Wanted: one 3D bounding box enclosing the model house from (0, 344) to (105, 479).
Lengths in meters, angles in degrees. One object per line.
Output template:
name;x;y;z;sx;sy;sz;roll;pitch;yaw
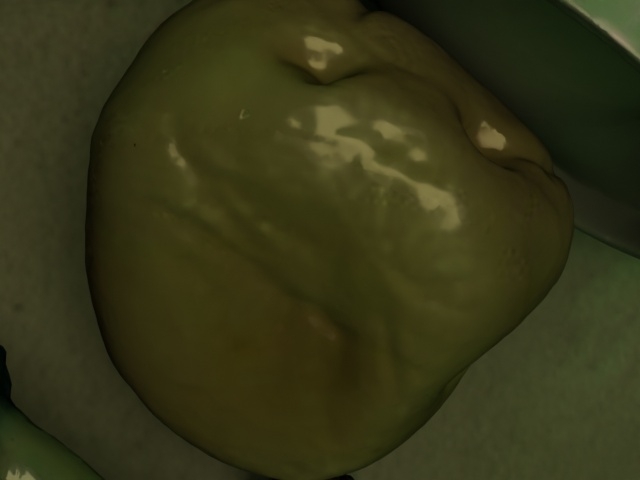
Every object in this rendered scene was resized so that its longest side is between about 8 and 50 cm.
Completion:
model house;-0.201;0.197;0.681;0.284;0.243;0.298;41;93;-13

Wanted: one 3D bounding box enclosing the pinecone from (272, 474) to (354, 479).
pinecone;-0.008;0.148;0.805;0.077;0.077;0.083;24;94;-11

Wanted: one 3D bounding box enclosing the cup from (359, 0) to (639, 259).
cup;0.195;-0.139;0.782;0.274;0.259;0.357;-52;130;-9

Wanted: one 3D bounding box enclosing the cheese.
cheese;0.000;0.000;0.738;0.218;0.117;0.235;-9;117;20
